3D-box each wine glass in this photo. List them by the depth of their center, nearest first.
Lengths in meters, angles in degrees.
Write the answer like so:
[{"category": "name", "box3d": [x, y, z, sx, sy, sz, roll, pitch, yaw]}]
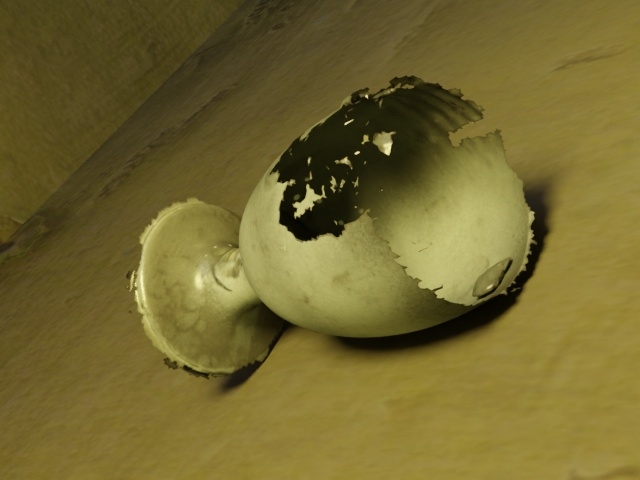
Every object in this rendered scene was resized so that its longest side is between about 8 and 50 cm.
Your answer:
[{"category": "wine glass", "box3d": [0.002, 0.002, 1.000, 0.357, 0.190, 0.190, -25, 24, 49]}]
